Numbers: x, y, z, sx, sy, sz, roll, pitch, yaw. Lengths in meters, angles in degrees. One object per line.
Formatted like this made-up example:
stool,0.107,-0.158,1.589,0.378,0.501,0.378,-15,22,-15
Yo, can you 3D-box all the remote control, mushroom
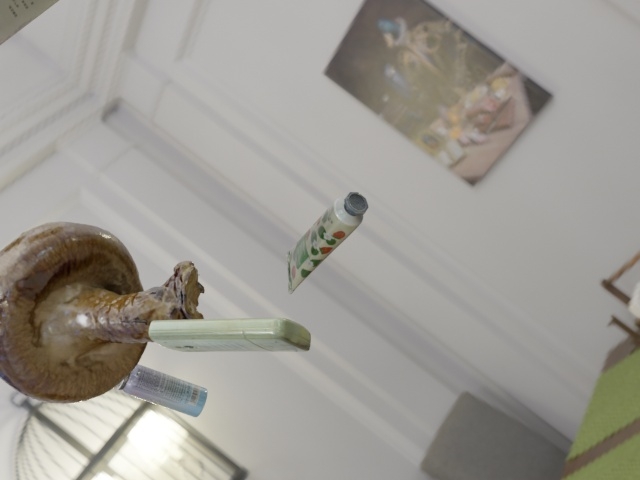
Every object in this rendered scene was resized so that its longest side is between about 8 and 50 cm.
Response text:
remote control,-0.131,0.138,1.225,0.098,0.233,0.038,37,-126,-56
mushroom,-0.419,0.154,1.517,0.334,0.356,0.331,-26,-40,-36

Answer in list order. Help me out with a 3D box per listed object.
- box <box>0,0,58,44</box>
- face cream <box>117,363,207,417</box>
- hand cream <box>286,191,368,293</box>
box,-0.611,-0.465,1.513,0.299,0.106,0.200,-45,-43,-19
face cream,-0.382,0.344,1.982,0.075,0.229,0.075,-54,22,32
hand cream,0.000,0.000,1.551,0.276,0.059,0.095,-47,40,48
